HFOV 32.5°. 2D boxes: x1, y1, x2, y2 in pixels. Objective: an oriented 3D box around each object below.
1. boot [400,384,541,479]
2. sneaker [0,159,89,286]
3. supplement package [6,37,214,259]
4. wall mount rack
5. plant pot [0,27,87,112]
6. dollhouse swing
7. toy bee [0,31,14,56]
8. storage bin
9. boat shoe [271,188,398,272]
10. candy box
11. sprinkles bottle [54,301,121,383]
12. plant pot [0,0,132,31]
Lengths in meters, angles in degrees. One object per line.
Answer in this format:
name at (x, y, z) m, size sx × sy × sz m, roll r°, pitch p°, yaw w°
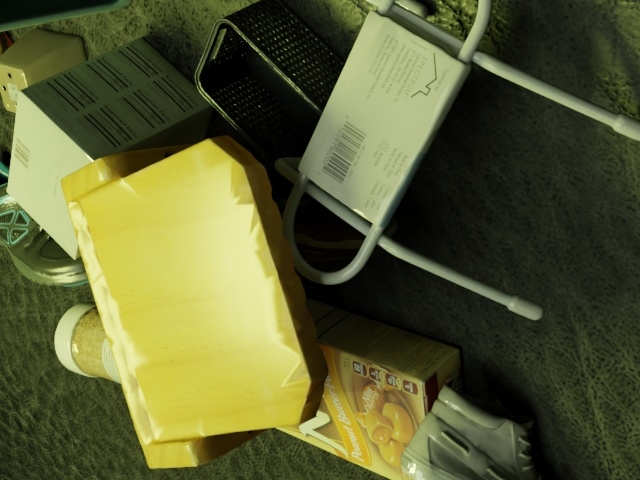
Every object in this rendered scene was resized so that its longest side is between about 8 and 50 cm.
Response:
boot at (0.228, 0.268, 1.290) m, size 0.258 × 0.123 × 0.095 m, roll 29°, pitch 180°, yaw -15°
sneaker at (-0.455, -0.031, 1.750) m, size 0.341 × 0.125 × 0.139 m, roll 20°, pitch 125°, yaw 32°
supplement package at (-0.278, -0.122, 1.440) m, size 0.149 × 0.203 × 0.194 m, roll 43°, pitch 139°, yaw 15°
wall mount rack at (0.121, -0.089, 1.066) m, size 0.304 × 0.130 × 0.350 m, roll 36°, pitch 111°, yaw 27°
plant pot at (-0.400, -0.231, 1.571) m, size 0.109 × 0.096 × 0.109 m, roll 18°, pitch 128°, yaw 37°
dollhouse swing at (-0.085, 0.045, 1.246) m, size 0.305 × 0.315 × 0.347 m, roll -18°, pitch 89°, yaw 30°
toy bee at (-0.596, -0.365, 1.625) m, size 0.298 × 0.162 × 0.195 m, roll 48°, pitch 143°, yaw 8°
storage bin at (-0.045, -0.175, 1.260) m, size 0.180 × 0.084 × 0.122 m, roll 45°, pitch 140°, yaw 11°
boat shoe at (0.005, -0.005, 1.337) m, size 0.257 × 0.095 × 0.095 m, roll 12°, pitch 136°, yaw 49°
candy box at (0.036, 0.190, 1.435) m, size 0.316 × 0.087 × 0.183 m, roll 16°, pitch 126°, yaw 37°
sprinkles bottle at (-0.265, 0.175, 1.704) m, size 0.355 × 0.121 × 0.121 m, roll 7°, pitch 121°, yaw 42°
plant pot at (-0.387, -0.425, 1.317) m, size 0.252 × 0.248 × 0.247 m, roll 49°, pitch 145°, yaw 36°
